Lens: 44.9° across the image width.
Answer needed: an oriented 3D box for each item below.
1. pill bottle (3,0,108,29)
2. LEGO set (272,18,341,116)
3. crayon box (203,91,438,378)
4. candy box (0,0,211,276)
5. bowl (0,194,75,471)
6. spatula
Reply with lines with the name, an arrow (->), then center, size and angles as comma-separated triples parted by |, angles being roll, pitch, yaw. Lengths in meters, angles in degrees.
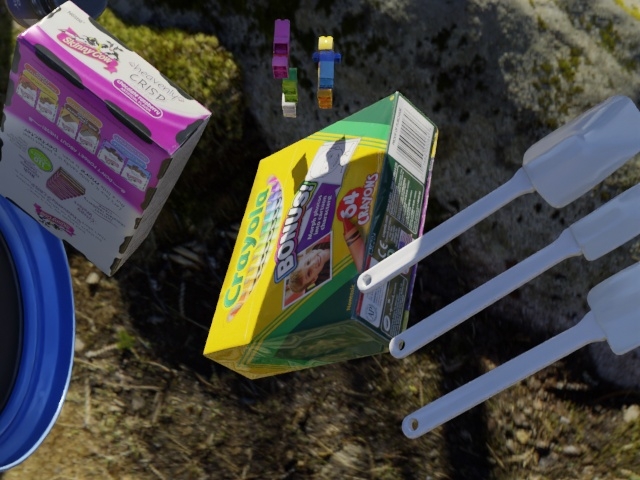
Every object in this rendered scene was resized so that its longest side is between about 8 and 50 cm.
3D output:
pill bottle -> -0.438, -0.409, 1.289 | 0.219, 0.123, 0.123 | 18, 74, 51
LEGO set -> -0.016, -0.249, 1.086 | 0.087, 0.227, 0.093 | 2, 83, 0
crayon box -> 0.000, 0.000, 1.136 | 0.313, 0.106, 0.363 | -19, 47, 43
candy box -> -0.216, -0.083, 0.732 | 0.159, 0.233, 0.071 | 38, 50, -4
bowl -> -0.423, 0.083, 0.939 | 0.077, 0.391, 0.391 | -7, 69, 9
spatula -> 0.134, 0.023, 0.532 | 0.242, 0.019, 0.168 | -36, 55, 27
